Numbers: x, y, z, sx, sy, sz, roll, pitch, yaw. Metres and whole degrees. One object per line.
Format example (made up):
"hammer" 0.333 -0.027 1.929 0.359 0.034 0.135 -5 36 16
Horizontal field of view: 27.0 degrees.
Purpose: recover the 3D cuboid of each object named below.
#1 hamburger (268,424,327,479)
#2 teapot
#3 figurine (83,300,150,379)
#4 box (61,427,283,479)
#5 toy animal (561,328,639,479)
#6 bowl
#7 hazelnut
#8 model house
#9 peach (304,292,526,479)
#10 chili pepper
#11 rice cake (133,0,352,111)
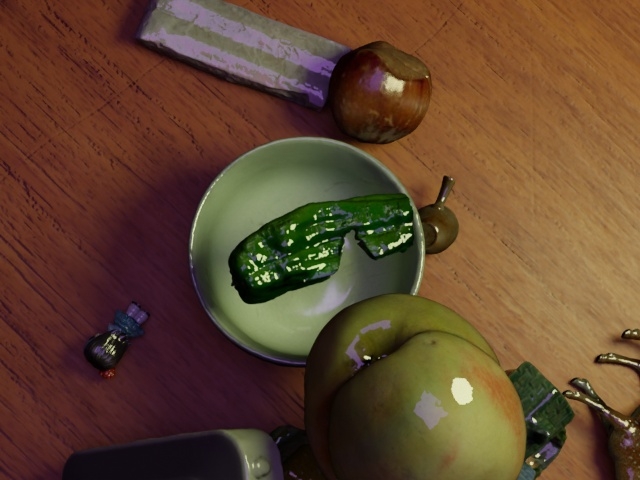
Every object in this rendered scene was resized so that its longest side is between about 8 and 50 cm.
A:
"hamburger" -0.027 0.353 1.706 0.192 0.167 0.288 36 66 -1
"teapot" 0.151 -0.038 1.840 0.085 0.080 0.110 19 107 16
"figurine" -0.274 0.134 1.812 0.106 0.047 0.060 -50 123 -16
"box" -0.179 0.425 1.631 0.090 0.373 0.367 0 78 -45
"toy animal" 0.443 0.276 1.812 0.243 0.087 0.260 -42 83 -7
"bowl" -0.021 0.023 1.782 0.307 0.163 0.307 0 81 -3
"hazelnut" 0.078 -0.200 1.835 0.143 0.154 0.143 5 98 38
"model house" 0.241 0.262 1.758 0.183 0.172 0.166 -42 85 -9
"peach" 0.113 0.206 1.568 0.292 0.292 0.247 44 79 4
"chili pepper" 0.001 0.001 1.673 0.253 0.083 0.099 -20 81 -11
"rice cake" -0.109 -0.274 1.880 0.298 0.050 0.106 21 81 -1
